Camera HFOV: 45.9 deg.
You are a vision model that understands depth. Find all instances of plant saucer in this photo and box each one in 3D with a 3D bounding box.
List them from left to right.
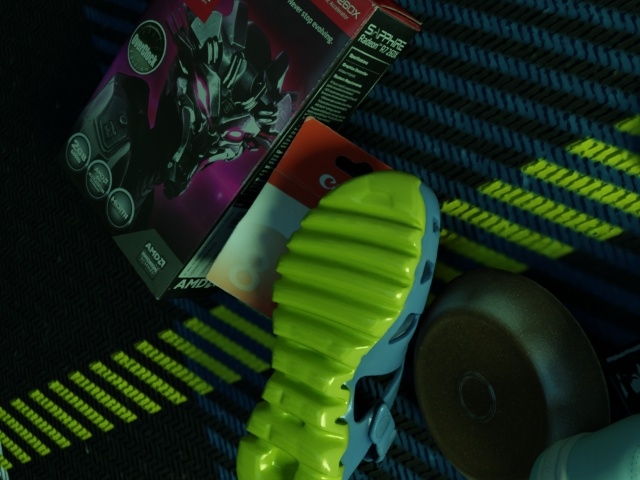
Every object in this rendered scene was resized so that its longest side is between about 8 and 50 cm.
[{"bbox_3d":[0.136,0.123,0.608,0.199,0.036,0.198,19,114,52],"label":"plant saucer"}]

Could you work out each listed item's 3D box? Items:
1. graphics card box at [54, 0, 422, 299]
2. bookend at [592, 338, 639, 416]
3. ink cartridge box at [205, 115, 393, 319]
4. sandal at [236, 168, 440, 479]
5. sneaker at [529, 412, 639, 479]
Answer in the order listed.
[{"bbox_3d":[-0.103,-0.146,0.773,0.232,0.094,0.371,49,114,22],"label":"graphics card box"},{"bbox_3d":[0.297,0.126,0.532,0.157,0.072,0.156,-31,74,28],"label":"bookend"},{"bbox_3d":[0.000,0.000,0.698,0.145,0.045,0.179,32,112,-5],"label":"ink cartridge box"},{"bbox_3d":[0.027,0.090,0.657,0.126,0.138,0.317,29,107,34],"label":"sandal"},{"bbox_3d":[0.301,0.205,0.433,0.319,0.127,0.208,39,131,1],"label":"sneaker"}]
